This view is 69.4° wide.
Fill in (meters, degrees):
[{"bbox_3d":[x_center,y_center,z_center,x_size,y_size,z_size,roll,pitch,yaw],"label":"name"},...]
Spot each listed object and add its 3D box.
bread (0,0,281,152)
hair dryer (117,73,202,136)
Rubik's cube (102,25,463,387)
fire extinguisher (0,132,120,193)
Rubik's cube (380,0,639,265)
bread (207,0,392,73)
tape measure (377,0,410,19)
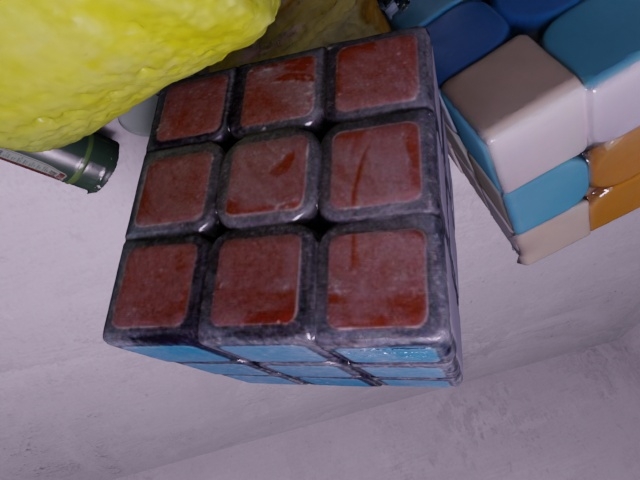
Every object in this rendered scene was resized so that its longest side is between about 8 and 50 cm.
[{"bbox_3d":[-0.227,-0.265,0.386,0.308,0.347,0.348,-27,145,26],"label":"bread"},{"bbox_3d":[-0.174,-0.222,0.692,0.237,0.073,0.131,-6,144,-33],"label":"hair dryer"},{"bbox_3d":[0.000,0.000,0.533,0.306,0.303,0.301,-3,156,19],"label":"Rubik's cube"},{"bbox_3d":[-0.434,-0.154,0.620,0.295,0.118,0.093,23,91,-43],"label":"fire extinguisher"},{"bbox_3d":[0.341,-0.232,0.667,0.345,0.346,0.347,-30,143,12],"label":"Rubik's cube"},{"bbox_3d":[0.027,-0.192,0.706,0.237,0.165,0.375,-41,146,9],"label":"bread"},{"bbox_3d":[0.076,-0.344,0.608,0.054,0.094,0.091,-39,175,24],"label":"tape measure"}]
